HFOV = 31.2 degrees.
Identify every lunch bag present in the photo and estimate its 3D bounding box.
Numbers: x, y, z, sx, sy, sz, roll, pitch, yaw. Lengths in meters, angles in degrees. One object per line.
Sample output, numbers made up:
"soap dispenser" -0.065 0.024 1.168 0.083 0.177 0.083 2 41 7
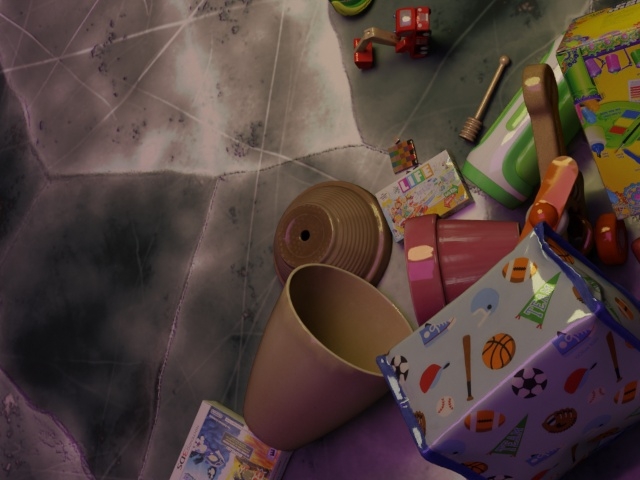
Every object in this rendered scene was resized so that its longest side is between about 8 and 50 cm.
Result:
"lunch bag" 0.329 0.199 1.653 0.328 0.385 0.239 -42 41 18

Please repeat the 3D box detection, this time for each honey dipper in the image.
"honey dipper" 0.287 -0.246 1.978 0.030 0.030 0.160 27 92 33

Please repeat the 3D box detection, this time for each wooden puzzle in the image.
"wooden puzzle" 0.148 -0.150 2.054 0.049 0.006 0.083 -21 69 26

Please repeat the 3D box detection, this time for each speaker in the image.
"speaker" 0.360 -0.198 1.861 0.131 0.131 0.296 43 102 31

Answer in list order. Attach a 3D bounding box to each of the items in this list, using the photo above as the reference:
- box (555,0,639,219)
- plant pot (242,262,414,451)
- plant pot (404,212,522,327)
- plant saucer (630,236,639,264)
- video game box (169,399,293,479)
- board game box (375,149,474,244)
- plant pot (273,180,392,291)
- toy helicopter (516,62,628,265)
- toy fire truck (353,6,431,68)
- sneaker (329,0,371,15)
"box" 0.534 -0.216 1.657 0.290 0.177 0.279 -15 110 28
"plant pot" -0.012 0.225 1.953 0.256 0.256 0.274 52 124 29
"plant pot" 0.242 0.046 1.855 0.180 0.201 0.201 -10 74 14
"plant saucer" 0.625 0.040 1.699 0.259 0.048 0.258 -34 64 20
"video game box" -0.169 0.419 2.099 0.205 0.048 0.187 24 95 33
"board game box" 0.181 -0.075 2.005 0.154 0.026 0.103 -33 64 22
"plant pot" 0.000 0.000 2.051 0.237 0.110 0.237 -8 74 29
"toy helicopter" 0.348 -0.088 1.729 0.140 0.235 0.355 -6 103 30
"toy fire truck" 0.126 -0.360 2.037 0.135 0.192 0.047 -1 78 2
"sneaker" 0.061 -0.571 2.131 0.109 0.123 0.295 0 79 32
